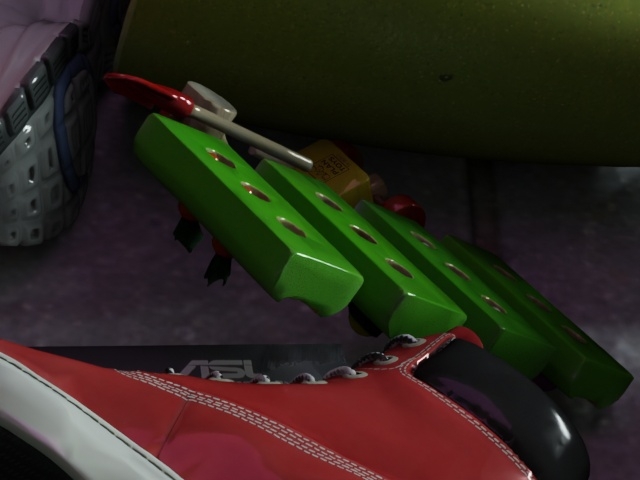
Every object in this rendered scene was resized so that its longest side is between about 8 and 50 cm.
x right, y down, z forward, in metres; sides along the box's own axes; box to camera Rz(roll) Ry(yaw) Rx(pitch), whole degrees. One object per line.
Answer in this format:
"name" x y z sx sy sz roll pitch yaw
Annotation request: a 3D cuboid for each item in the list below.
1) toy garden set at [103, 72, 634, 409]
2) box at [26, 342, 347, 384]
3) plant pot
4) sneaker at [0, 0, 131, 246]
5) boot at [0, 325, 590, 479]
"toy garden set" 0.000 0.000 0.814 0.244 0.049 0.204 21 17 -47
"box" -0.128 0.144 0.673 0.307 0.077 0.242 0 38 -8
"plant pot" 0.075 -0.155 0.960 0.293 0.275 0.275 21 39 -3
"sneaker" -0.175 -0.093 0.949 0.129 0.111 0.297 5 32 1
"boot" -0.031 0.068 0.656 0.244 0.088 0.176 25 40 10
